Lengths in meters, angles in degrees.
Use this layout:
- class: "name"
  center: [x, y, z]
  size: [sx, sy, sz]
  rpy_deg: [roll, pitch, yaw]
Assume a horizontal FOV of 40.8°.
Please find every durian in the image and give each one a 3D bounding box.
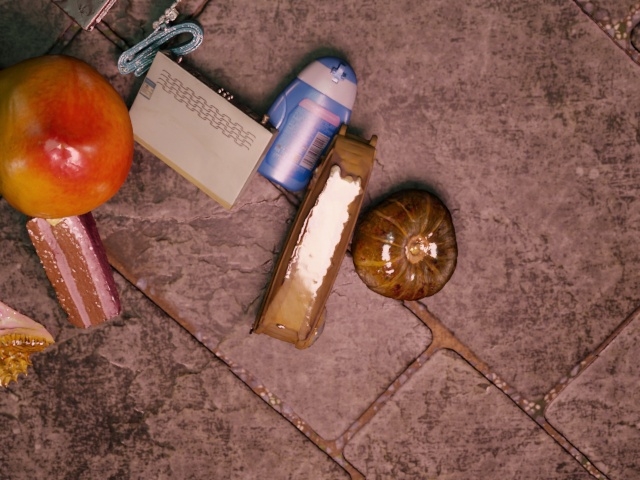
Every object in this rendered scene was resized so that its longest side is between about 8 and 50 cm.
- class: "durian"
  center: [-0.710, 0.216, 1.725]
  size: [0.305, 0.186, 0.196]
  rpy_deg: [25, 123, -13]

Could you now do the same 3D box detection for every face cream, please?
- class: "face cream"
  center: [-0.025, -0.229, 1.642]
  size: [0.149, 0.083, 0.264]
  rpy_deg: [29, 99, -17]

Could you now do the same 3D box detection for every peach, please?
- class: "peach"
  center: [-0.459, -0.174, 1.527]
  size: [0.307, 0.289, 0.289]
  rpy_deg: [25, 103, 37]

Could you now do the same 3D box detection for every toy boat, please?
- class: "toy boat"
  center: [0.000, 0.000, 1.646]
  size: [0.135, 0.162, 0.446]
  rpy_deg: [20, 103, -4]

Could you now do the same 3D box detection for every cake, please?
- class: "cake"
  center: [-0.486, 0.037, 1.689]
  size: [0.115, 0.113, 0.295]
  rpy_deg: [-15, 106, 5]

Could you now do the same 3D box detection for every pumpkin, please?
- class: "pumpkin"
  center: [0.157, 0.015, 1.659]
  size: [0.218, 0.162, 0.219]
  rpy_deg: [-6, 104, -24]

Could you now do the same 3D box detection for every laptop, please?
- class: "laptop"
  center: [-0.430, -0.520, 1.623]
  size: [0.154, 0.026, 0.207]
  rpy_deg: [41, 97, -5]

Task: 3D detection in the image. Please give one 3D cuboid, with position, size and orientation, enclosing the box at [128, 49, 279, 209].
- class: "box"
  center: [-0.227, -0.211, 1.621]
  size: [0.270, 0.045, 0.211]
  rpy_deg: [35, 117, 6]

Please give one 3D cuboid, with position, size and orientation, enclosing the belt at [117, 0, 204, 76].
- class: "belt"
  center: [-0.311, -0.379, 1.629]
  size: [0.179, 0.065, 0.100]
  rpy_deg: [-28, 109, 4]
